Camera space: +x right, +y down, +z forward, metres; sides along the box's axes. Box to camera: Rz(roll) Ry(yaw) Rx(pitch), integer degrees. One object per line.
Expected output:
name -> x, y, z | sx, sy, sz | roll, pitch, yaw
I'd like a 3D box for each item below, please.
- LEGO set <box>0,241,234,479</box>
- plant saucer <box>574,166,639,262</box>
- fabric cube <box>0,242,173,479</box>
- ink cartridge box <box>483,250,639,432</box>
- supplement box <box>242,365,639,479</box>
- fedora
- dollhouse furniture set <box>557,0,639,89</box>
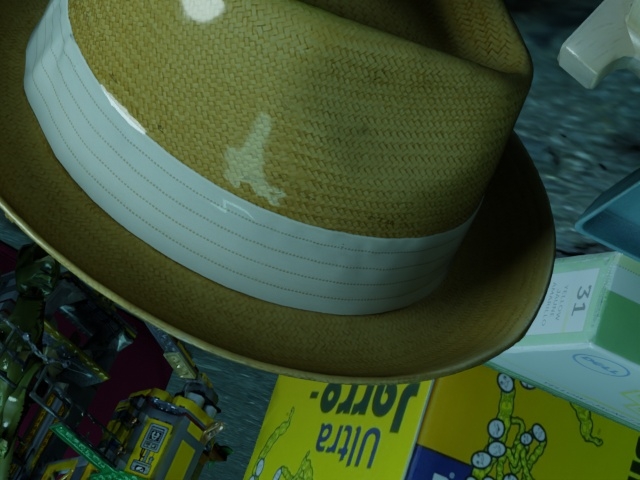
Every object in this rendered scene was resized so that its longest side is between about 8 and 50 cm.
LEGO set -> -0.203, 0.037, 0.974 | 0.331, 0.192, 0.255 | 40, 140, -21
plant saucer -> 0.192, 0.014, 0.568 | 0.192, 0.018, 0.067 | 24, 144, -20
fabric cube -> -0.320, 0.149, 1.284 | 0.254, 0.258, 0.259 | 7, 161, 38
ink cartridge box -> 0.195, 0.055, 0.684 | 0.171, 0.056, 0.235 | 25, 166, -20
supplement box -> 0.148, 0.189, 0.954 | 0.356, 0.195, 0.194 | 25, 164, -25
fedora -> -0.007, -0.052, 0.412 | 0.194, 0.194, 0.079 | 22, 132, -12
dollhouse furniture set -> 0.186, -0.049, 0.313 | 0.355, 0.174, 0.303 | 42, 169, 10
